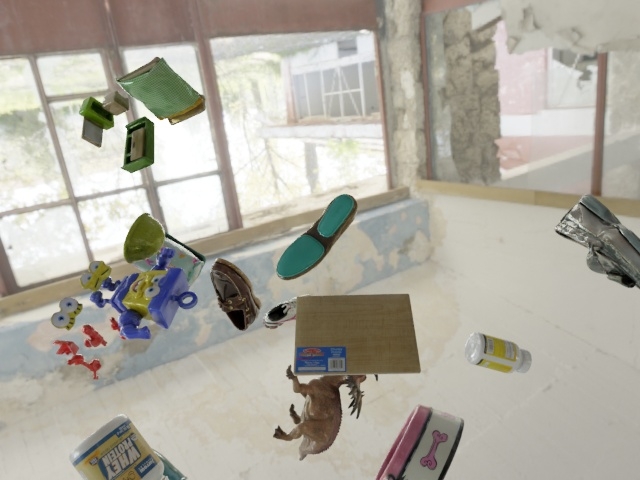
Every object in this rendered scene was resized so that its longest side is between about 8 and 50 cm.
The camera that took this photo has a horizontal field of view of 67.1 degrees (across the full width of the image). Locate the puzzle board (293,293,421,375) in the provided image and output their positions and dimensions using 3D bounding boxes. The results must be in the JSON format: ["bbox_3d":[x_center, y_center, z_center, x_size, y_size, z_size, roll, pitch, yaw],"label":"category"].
[{"bbox_3d":[0.036,0.100,0.516,0.128,0.011,0.096,-2,-132,2],"label":"puzzle board"}]

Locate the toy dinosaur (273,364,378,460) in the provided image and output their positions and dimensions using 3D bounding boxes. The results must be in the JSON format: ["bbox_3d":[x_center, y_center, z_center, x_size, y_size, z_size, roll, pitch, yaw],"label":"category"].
[{"bbox_3d":[0.013,0.403,1.135,0.200,0.295,0.127,12,178,17],"label":"toy dinosaur"}]

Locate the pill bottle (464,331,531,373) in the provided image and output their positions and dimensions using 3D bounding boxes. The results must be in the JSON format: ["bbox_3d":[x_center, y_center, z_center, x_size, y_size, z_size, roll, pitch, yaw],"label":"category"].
[{"bbox_3d":[0.352,0.226,0.954,0.116,0.065,0.065,17,-164,-7],"label":"pill bottle"}]

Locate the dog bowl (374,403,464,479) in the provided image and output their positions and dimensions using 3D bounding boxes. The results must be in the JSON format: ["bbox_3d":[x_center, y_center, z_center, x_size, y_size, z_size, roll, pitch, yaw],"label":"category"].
[{"bbox_3d":[0.295,0.711,1.541,0.150,0.408,0.408,30,-150,15],"label":"dog bowl"}]

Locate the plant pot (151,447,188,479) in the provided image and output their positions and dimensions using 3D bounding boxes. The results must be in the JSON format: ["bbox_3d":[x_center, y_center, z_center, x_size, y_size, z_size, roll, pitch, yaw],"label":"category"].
[{"bbox_3d":[-0.653,0.843,1.692,0.255,0.271,0.272,44,-143,12],"label":"plant pot"}]

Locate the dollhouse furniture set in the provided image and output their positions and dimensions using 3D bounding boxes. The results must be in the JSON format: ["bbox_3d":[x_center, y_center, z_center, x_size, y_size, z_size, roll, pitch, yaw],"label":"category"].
[{"bbox_3d":[-0.483,-0.333,1.321,0.302,0.151,0.197,-16,154,24],"label":"dollhouse furniture set"}]

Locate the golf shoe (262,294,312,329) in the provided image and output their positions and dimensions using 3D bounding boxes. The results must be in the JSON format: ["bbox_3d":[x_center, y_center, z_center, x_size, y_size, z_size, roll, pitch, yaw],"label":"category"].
[{"bbox_3d":[-0.096,0.224,1.551,0.186,0.067,0.086,-27,163,-23],"label":"golf shoe"}]

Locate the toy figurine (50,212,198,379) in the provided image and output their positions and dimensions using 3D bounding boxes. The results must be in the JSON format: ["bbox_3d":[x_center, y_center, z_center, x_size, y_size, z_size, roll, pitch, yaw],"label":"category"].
[{"bbox_3d":[-0.332,0.109,0.990,0.217,0.191,0.362,2,-137,17],"label":"toy figurine"}]

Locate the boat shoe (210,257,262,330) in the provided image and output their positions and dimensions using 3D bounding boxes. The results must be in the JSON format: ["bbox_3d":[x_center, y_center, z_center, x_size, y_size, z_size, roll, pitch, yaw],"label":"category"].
[{"bbox_3d":[-0.175,0.117,0.985,0.073,0.207,0.073,16,-121,27],"label":"boat shoe"}]

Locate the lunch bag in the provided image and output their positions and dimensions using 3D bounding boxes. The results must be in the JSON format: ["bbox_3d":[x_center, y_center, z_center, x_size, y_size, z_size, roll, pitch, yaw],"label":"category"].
[{"bbox_3d":[-0.556,0.077,1.806,0.223,0.160,0.262,32,175,-5],"label":"lunch bag"}]

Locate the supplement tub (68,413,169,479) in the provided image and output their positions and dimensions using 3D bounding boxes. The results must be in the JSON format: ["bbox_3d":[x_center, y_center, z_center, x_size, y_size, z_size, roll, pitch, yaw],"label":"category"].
[{"bbox_3d":[-0.449,0.514,1.090,0.144,0.199,0.144,-40,175,-4],"label":"supplement tub"}]

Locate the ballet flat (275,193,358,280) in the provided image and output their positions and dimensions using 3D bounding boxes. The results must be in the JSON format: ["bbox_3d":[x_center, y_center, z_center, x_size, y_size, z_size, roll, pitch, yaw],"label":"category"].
[{"bbox_3d":[0.000,0.000,1.532,0.116,0.342,0.124,37,177,21],"label":"ballet flat"}]

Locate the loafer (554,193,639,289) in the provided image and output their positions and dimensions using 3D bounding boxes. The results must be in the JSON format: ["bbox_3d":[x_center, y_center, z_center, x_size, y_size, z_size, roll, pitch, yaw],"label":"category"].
[{"bbox_3d":[0.430,0.019,0.719,0.084,0.096,0.267,-43,-166,24],"label":"loafer"}]
